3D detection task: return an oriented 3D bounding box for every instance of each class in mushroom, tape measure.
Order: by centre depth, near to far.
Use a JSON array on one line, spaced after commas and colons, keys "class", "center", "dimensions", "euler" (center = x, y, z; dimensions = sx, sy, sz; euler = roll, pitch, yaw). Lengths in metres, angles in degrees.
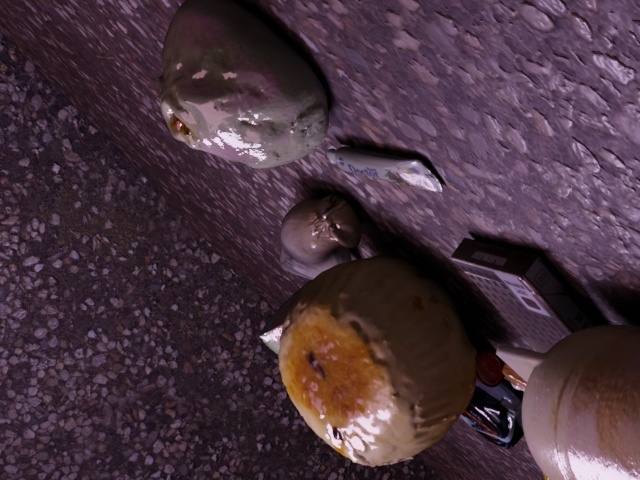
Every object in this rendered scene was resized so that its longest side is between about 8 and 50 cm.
[{"class": "mushroom", "center": [0.000, 0.000, 1.925], "dimensions": [0.177, 0.126, 0.397], "euler": [29, 166, 10]}, {"class": "tape measure", "center": [0.366, 0.358, 2.092], "dimensions": [0.182, 0.107, 0.181], "euler": [34, 163, 34]}]

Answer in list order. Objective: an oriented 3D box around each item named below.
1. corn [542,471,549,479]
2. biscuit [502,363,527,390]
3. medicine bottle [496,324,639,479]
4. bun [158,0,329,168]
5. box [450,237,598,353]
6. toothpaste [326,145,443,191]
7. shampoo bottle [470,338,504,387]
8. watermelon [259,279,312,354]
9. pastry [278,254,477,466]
[{"class": "corn", "center": [0.613, 0.596, 2.162], "dimensions": [0.318, 0.115, 0.115], "euler": [45, 168, -15]}, {"class": "biscuit", "center": [0.431, 0.272, 1.548], "dimensions": [0.216, 0.047, 0.339], "euler": [24, 177, -27]}, {"class": "medicine bottle", "center": [0.387, 0.223, 1.187], "dimensions": [0.236, 0.236, 0.406], "euler": [44, 168, -15]}, {"class": "bun", "center": [-0.136, -0.210, 1.434], "dimensions": [0.293, 0.187, 0.293], "euler": [37, 167, 10]}, {"class": "box", "center": [0.345, 0.126, 1.439], "dimensions": [0.325, 0.047, 0.180], "euler": [46, 168, -23]}, {"class": "toothpaste", "center": [0.086, -0.113, 1.447], "dimensions": [0.255, 0.037, 0.067], "euler": [19, 155, 54]}, {"class": "shampoo bottle", "center": [0.266, 0.221, 2.007], "dimensions": [0.102, 0.064, 0.260], "euler": [48, 167, -31]}, {"class": "watermelon", "center": [0.026, 0.210, 2.304], "dimensions": [0.283, 0.250, 0.292], "euler": [37, 169, 10]}, {"class": "pastry", "center": [0.116, 0.217, 1.816], "dimensions": [0.388, 0.312, 0.389], "euler": [16, 115, 37]}]
